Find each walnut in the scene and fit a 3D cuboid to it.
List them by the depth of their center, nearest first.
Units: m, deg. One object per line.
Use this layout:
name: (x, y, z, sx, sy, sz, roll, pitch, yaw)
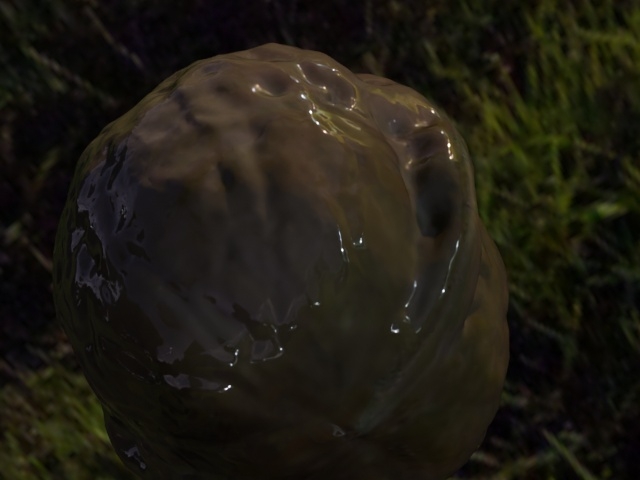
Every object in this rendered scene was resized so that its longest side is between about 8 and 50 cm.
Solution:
walnut: (-0.017, 0.027, 0.893, 0.248, 0.248, 0.248, -18, 45, 18)
